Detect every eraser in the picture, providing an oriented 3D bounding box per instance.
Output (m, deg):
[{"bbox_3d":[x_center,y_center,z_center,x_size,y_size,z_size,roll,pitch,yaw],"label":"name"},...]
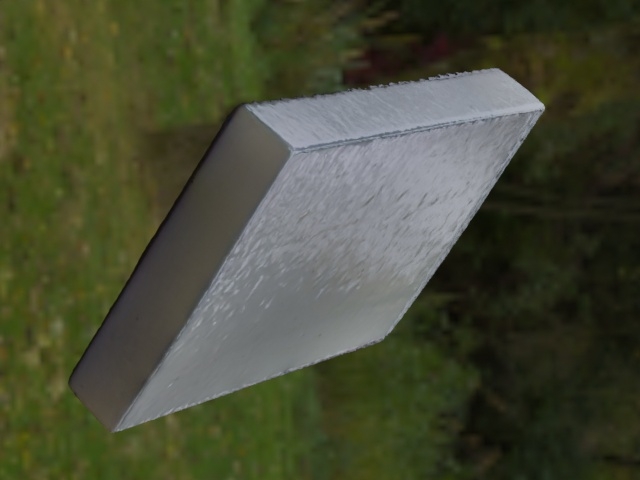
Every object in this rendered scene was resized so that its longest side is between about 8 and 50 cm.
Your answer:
[{"bbox_3d":[0.000,0.000,0.566,0.150,0.023,0.104,-14,142,-57],"label":"eraser"}]
